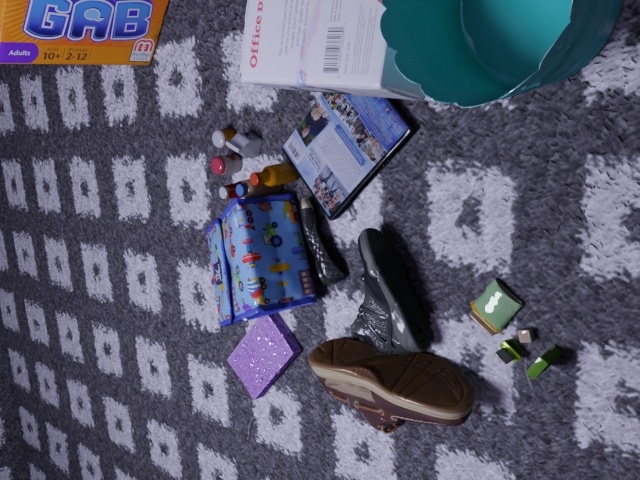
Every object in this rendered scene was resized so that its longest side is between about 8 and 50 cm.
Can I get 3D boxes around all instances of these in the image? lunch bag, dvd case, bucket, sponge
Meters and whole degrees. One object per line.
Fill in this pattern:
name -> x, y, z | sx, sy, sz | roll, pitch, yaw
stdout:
lunch bag -> -0.155, 0.052, 1.322 | 0.293, 0.138, 0.221 | -25, 75, 56
dvd case -> 0.041, -0.178, 1.135 | 0.180, 0.022, 0.253 | 56, 131, 16
bucket -> 0.230, -0.312, 0.808 | 0.281, 0.183, 0.281 | 13, 109, 41
sponge -> -0.127, 0.252, 1.404 | 0.117, 0.031, 0.210 | 53, 131, 20

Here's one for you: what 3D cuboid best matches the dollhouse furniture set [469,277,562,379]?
dollhouse furniture set -> 0.284, 0.137, 0.963 | 0.152, 0.058, 0.076 | 46, 128, 25

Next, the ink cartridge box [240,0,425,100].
ink cartridge box -> 0.027, -0.348, 1.007 | 0.306, 0.131, 0.226 | 17, 102, 42

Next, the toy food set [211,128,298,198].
toy food set -> -0.163, -0.146, 1.279 | 0.232, 0.104, 0.111 | 36, 124, 31

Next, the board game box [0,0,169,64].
board game box -> -0.555, -0.622, 1.347 | 0.356, 0.356, 0.356 | 48, 129, 23

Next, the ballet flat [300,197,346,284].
ballet flat -> 0.000, 0.000, 1.215 | 0.049, 0.057, 0.173 | -20, 87, 4

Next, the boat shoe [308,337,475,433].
boat shoe -> 0.123, 0.270, 1.123 | 0.341, 0.123, 0.123 | 6, 119, 43

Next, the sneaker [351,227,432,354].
sneaker -> 0.094, 0.097, 1.113 | 0.130, 0.087, 0.228 | -23, 90, 38
